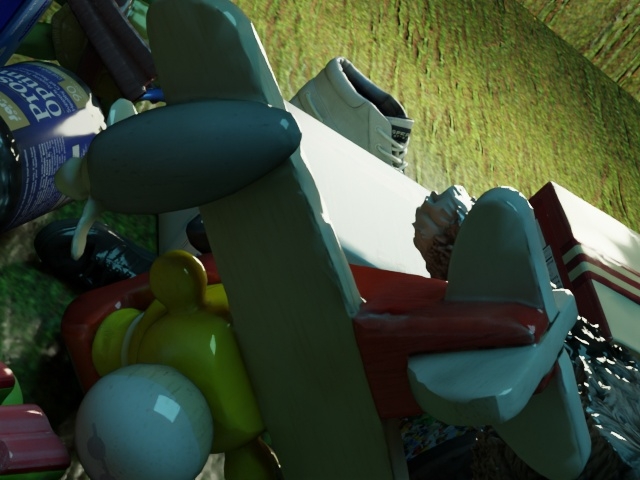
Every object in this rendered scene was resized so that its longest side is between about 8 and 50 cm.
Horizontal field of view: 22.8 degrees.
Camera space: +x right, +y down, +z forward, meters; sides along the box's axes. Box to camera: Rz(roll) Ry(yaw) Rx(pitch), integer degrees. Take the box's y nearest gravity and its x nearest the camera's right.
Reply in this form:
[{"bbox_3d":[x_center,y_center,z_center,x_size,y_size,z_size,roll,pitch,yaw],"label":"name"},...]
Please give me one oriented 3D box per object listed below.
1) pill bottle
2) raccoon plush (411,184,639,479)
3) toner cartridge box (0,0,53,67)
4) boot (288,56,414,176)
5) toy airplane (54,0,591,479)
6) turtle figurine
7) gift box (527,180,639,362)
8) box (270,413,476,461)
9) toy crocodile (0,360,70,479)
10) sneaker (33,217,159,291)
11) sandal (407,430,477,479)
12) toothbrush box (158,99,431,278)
[{"bbox_3d":[-0.259,-0.062,1.191,0.123,0.123,0.219,44,23,4],"label":"pill bottle"},{"bbox_3d":[0.151,0.214,1.165,0.216,0.299,0.446,19,29,-37],"label":"raccoon plush"},{"bbox_3d":[-0.389,-0.263,1.282,0.348,0.165,0.075,42,23,-2],"label":"toner cartridge box"},{"bbox_3d":[0.061,-0.081,1.721,0.258,0.123,0.095,49,24,15],"label":"boot"},{"bbox_3d":[-0.026,0.088,1.013,0.272,0.384,0.386,-29,67,-38],"label":"toy airplane"},{"bbox_3d":[-0.213,-0.208,1.426,0.266,0.198,0.274,22,49,-13],"label":"turtle figurine"},{"bbox_3d":[0.267,0.110,1.545,0.258,0.255,0.276,28,36,-30],"label":"gift box"},{"bbox_3d":[0.069,0.146,1.297,0.233,0.159,0.044,8,33,-52],"label":"box"},{"bbox_3d":[-0.194,0.147,0.957,0.340,0.105,0.115,52,25,19],"label":"toy crocodile"},{"bbox_3d":[-0.148,0.043,1.274,0.170,0.051,0.089,25,24,-41],"label":"sneaker"},{"bbox_3d":[0.228,0.214,1.363,0.446,0.167,0.107,-2,20,-30],"label":"sandal"},{"bbox_3d":[0.000,0.000,1.484,0.295,0.126,0.216,31,27,-26],"label":"toothbrush box"}]
